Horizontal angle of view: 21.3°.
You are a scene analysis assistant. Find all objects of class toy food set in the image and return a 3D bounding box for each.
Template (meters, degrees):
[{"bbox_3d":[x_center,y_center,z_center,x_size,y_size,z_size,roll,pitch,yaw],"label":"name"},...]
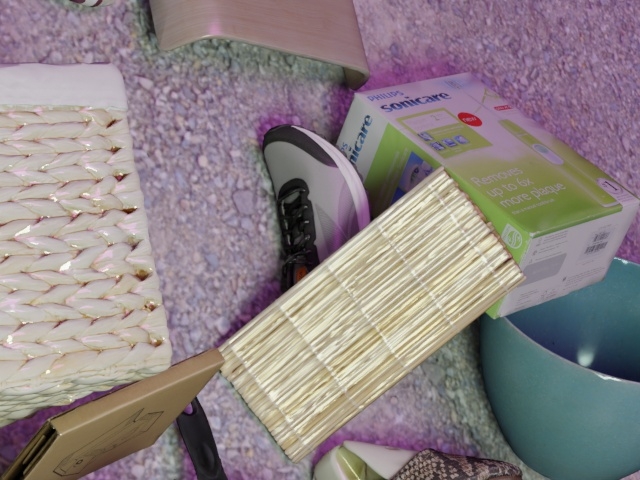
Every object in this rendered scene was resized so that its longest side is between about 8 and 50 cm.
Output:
[{"bbox_3d":[-0.078,-0.293,1.932,0.306,0.092,0.220,7,65,-48],"label":"toy food set"}]

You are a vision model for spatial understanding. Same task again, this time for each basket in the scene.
[{"bbox_3d":[-0.343,0.026,1.376,0.331,0.328,0.266,-7,79,-43],"label":"basket"}]

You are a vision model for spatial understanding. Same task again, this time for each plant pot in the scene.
[{"bbox_3d":[0.305,0.162,1.935,0.290,0.195,0.290,11,28,-6],"label":"plant pot"}]

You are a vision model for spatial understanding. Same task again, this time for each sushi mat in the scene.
[{"bbox_3d":[0.051,0.077,1.755,0.151,0.316,0.019,51,1,-8],"label":"sushi mat"}]

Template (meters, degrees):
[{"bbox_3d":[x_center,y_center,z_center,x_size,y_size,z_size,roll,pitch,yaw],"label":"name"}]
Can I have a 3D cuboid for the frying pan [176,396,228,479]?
[{"bbox_3d":[-0.107,0.272,1.580,0.197,0.053,0.326,-28,46,-32],"label":"frying pan"}]

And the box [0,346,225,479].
[{"bbox_3d":[-0.196,0.175,1.543,0.201,0.164,0.021,-22,70,-45],"label":"box"}]

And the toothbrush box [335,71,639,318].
[{"bbox_3d":[0.181,-0.058,1.918,0.206,0.122,0.283,-14,44,-43],"label":"toothbrush box"}]

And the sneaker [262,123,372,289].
[{"bbox_3d":[0.000,0.000,1.843,0.108,0.100,0.271,-19,84,-39],"label":"sneaker"}]

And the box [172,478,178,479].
[{"bbox_3d":[-0.221,0.343,1.413,0.057,0.201,0.293,46,48,-14],"label":"box"}]

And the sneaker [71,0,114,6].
[{"bbox_3d":[-0.244,-0.338,1.801,0.084,0.069,0.185,15,79,-48],"label":"sneaker"}]

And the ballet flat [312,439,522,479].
[{"bbox_3d":[0.017,0.302,1.693,0.182,0.164,0.483,42,44,17],"label":"ballet flat"}]
